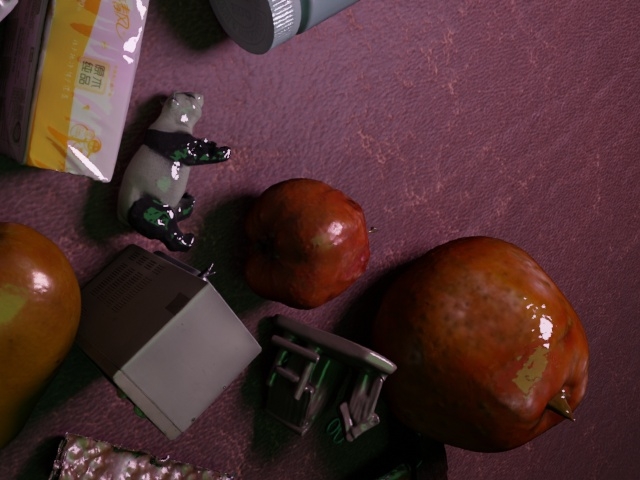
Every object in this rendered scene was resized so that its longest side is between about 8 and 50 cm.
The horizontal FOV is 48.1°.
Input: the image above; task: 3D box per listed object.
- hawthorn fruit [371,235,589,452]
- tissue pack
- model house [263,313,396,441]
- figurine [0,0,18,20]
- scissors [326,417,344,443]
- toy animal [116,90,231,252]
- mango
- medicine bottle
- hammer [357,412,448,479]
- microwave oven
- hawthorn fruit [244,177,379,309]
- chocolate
[{"bbox_3d":[0.301,0.205,1.305,0.402,0.402,0.403,-11,108,-35],"label":"hawthorn fruit"},{"bbox_3d":[-0.305,-0.198,0.857,0.124,0.185,0.225,8,97,-39],"label":"tissue pack"},{"bbox_3d":[0.002,0.244,1.218,0.188,0.229,0.122,-70,162,1],"label":"model house"},{"bbox_3d":[-0.452,-0.264,0.726,0.315,0.206,0.284,-4,115,-42],"label":"figurine"},{"bbox_3d":[0.060,0.339,1.390,0.119,0.014,0.058,-45,125,-16],"label":"scissors"},{"bbox_3d":[-0.210,-0.106,1.021,0.121,0.094,0.225,23,89,-30],"label":"toy animal"},{"bbox_3d":[-0.415,0.129,0.874,0.211,0.173,0.317,9,108,-39],"label":"mango"},{"bbox_3d":[0.000,-0.411,1.053,0.318,0.158,0.158,-36,121,-25],"label":"medicine bottle"},{"bbox_3d":[0.084,0.502,1.407,0.408,0.095,0.243,-21,115,-29],"label":"hammer"},{"bbox_3d":[-0.220,0.123,0.971,0.194,0.240,0.145,-43,123,-21],"label":"microwave oven"},{"bbox_3d":[0.000,0.000,1.149,0.243,0.207,0.208,-9,107,-40],"label":"hawthorn fruit"},{"bbox_3d":[-0.273,0.376,1.116,0.329,0.065,0.102,32,67,-40],"label":"chocolate"}]
